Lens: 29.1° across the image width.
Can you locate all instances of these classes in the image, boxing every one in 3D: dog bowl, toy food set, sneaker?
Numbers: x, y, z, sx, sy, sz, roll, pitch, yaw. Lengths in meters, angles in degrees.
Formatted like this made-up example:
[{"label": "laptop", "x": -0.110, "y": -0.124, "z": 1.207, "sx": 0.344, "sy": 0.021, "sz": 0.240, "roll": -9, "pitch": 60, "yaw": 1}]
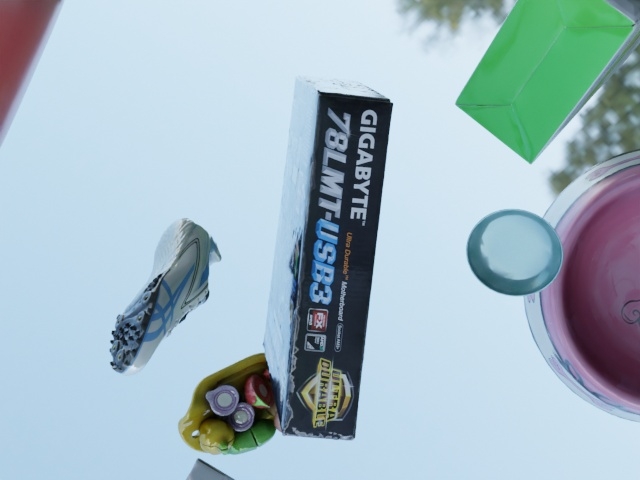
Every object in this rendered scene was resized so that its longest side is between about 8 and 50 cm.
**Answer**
[{"label": "dog bowl", "x": 0.490, "y": 0.068, "z": 1.734, "sx": 0.408, "sy": 0.408, "sz": 0.150, "roll": 49, "pitch": -173, "yaw": 6}, {"label": "toy food set", "x": -0.077, "y": 0.220, "z": 1.625, "sx": 0.071, "sy": 0.218, "sz": 0.128, "roll": 41, "pitch": 151, "yaw": 51}, {"label": "sneaker", "x": -0.176, "y": 0.071, "z": 1.454, "sx": 0.086, "sy": 0.085, "sz": 0.237, "roll": 42, "pitch": -137, "yaw": -19}]

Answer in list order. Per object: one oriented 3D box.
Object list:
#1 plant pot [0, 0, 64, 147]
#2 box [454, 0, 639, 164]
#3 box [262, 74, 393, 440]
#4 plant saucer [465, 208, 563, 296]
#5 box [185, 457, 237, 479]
[{"label": "plant pot", "x": -0.391, "y": -0.155, "z": 1.129, "sx": 0.275, "sy": 0.243, "sz": 0.275, "roll": 16, "pitch": -163, "yaw": -5}, {"label": "box", "x": 0.305, "y": -0.252, "z": 1.403, "sx": 0.127, "sy": 0.262, "sz": 0.231, "roll": 40, "pitch": -123, "yaw": 7}, {"label": "box", "x": 0.000, "y": 0.000, "z": 1.151, "sx": 0.073, "sy": 0.293, "sz": 0.295, "roll": 4, "pitch": -171, "yaw": -6}, {"label": "plant saucer", "x": 0.240, "y": 0.012, "z": 1.527, "sx": 0.119, "sy": 0.119, "sz": 0.021, "roll": 43, "pitch": -152, "yaw": -6}, {"label": "box", "x": -0.130, "y": 0.314, "z": 1.205, "sx": 0.038, "sy": 0.186, "sz": 0.145, "roll": 27, "pitch": 168, "yaw": 23}]
